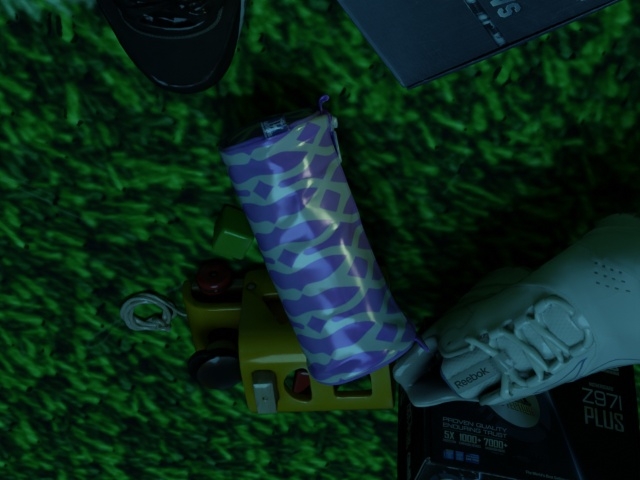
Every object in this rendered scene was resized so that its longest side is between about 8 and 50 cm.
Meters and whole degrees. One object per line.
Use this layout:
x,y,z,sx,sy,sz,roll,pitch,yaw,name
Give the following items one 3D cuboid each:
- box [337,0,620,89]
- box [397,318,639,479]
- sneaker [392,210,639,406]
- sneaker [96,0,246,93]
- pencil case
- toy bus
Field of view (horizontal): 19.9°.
0.076,-0.217,1.138,0.183,0.059,0.232,-20,131,23,box
0.156,0.156,1.447,0.180,0.147,0.077,13,135,-8,box
0.161,0.069,1.295,0.111,0.129,0.297,58,150,0,sneaker
-0.111,-0.183,1.136,0.107,0.124,0.283,-2,135,6,sneaker
0.000,0.000,1.298,0.088,0.086,0.206,-23,105,-8,pencil case
-0.034,0.083,1.415,0.191,0.104,0.202,30,129,-24,toy bus
